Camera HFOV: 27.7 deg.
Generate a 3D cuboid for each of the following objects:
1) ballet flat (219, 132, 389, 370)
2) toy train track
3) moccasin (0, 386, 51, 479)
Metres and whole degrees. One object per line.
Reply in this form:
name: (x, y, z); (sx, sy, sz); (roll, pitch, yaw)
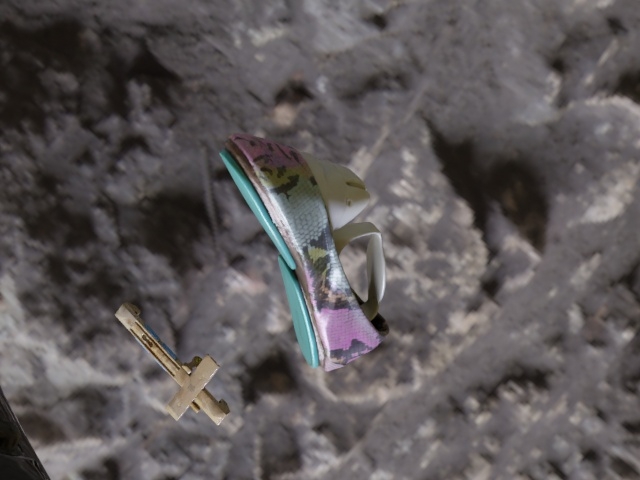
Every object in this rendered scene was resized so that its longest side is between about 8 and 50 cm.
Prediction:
ballet flat: (0.000, 0.000, 0.848); (0.079, 0.077, 0.221); (-26, 135, -6)
toy train track: (-0.078, 0.065, 0.702); (0.048, 0.083, 0.014); (-51, 168, 32)
moccasin: (-0.119, 0.132, 0.302); (0.139, 0.380, 0.147); (14, 116, -47)
